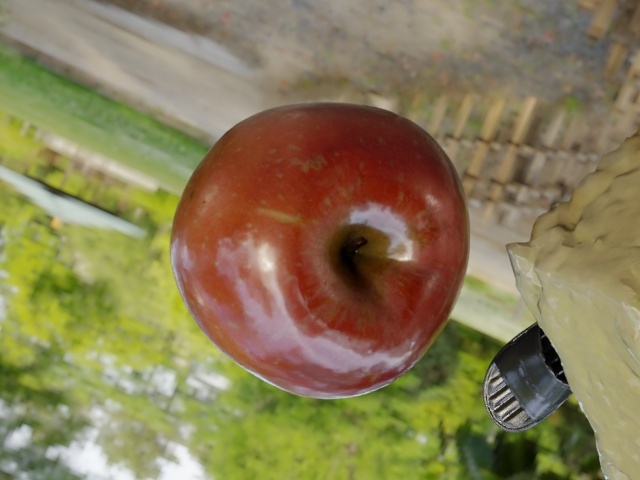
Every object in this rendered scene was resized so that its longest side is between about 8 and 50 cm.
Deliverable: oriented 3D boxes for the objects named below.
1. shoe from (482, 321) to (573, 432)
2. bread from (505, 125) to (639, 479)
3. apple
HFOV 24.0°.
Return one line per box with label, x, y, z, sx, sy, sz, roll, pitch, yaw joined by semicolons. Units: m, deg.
shoe;0.179;0.082;1.108;0.062;0.159;0.053;51;-164;8
bread;0.356;0.054;0.858;0.279;0.371;0.390;23;149;54
apple;0.000;0.000;1.301;0.260;0.260;0.216;25;178;-27
